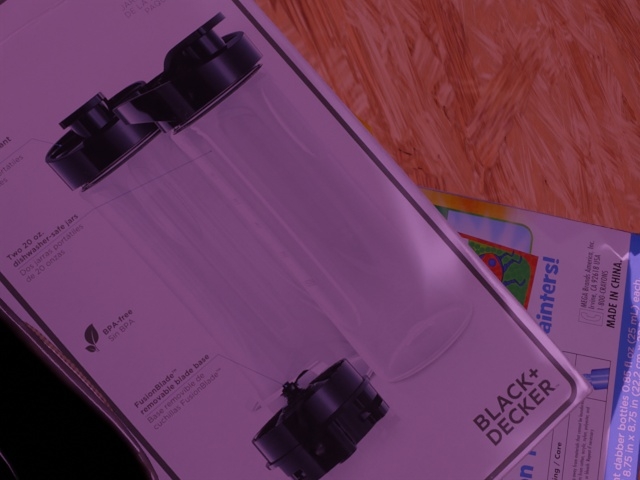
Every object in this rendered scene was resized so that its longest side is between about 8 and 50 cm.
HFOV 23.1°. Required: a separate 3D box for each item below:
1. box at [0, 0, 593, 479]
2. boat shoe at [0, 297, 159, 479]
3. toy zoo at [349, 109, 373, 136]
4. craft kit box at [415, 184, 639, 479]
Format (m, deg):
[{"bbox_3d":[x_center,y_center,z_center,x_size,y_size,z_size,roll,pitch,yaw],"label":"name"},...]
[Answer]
[{"bbox_3d":[-0.047,0.013,0.664,0.290,0.169,0.087,48,-18,1],"label":"box"},{"bbox_3d":[-0.185,0.007,0.529,0.355,0.130,0.132,47,32,-30],"label":"boat shoe"},{"bbox_3d":[0.000,0.000,1.036,0.192,0.030,0.293,19,56,-59],"label":"toy zoo"},{"bbox_3d":[0.026,0.096,0.734,0.246,0.061,0.250,13,74,-12],"label":"craft kit box"}]
